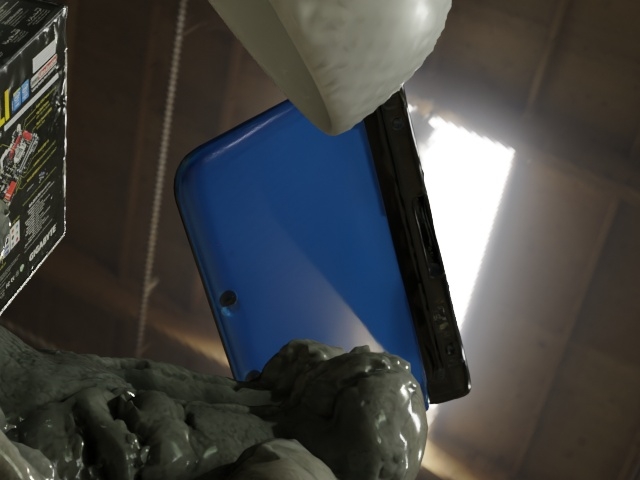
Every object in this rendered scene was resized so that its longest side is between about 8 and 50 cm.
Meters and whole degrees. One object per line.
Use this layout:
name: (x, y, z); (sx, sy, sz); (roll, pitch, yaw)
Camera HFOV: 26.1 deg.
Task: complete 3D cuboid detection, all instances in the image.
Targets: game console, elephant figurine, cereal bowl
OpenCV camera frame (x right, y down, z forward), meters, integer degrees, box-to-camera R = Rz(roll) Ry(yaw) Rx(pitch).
game console: (0.000, 0.000, 1.052); (0.173, 0.250, 0.293); (-15, -63, -1)
elephant figurine: (-0.108, 0.046, 0.349); (0.239, 0.186, 0.169); (30, -45, -21)
cereal bowl: (-0.036, -0.227, 0.727); (0.141, 0.339, 0.339); (-36, -82, -2)

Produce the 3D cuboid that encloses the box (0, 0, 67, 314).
box: (-0.314, -0.028, 1.163); (0.079, 0.322, 0.257); (15, -52, 11)
